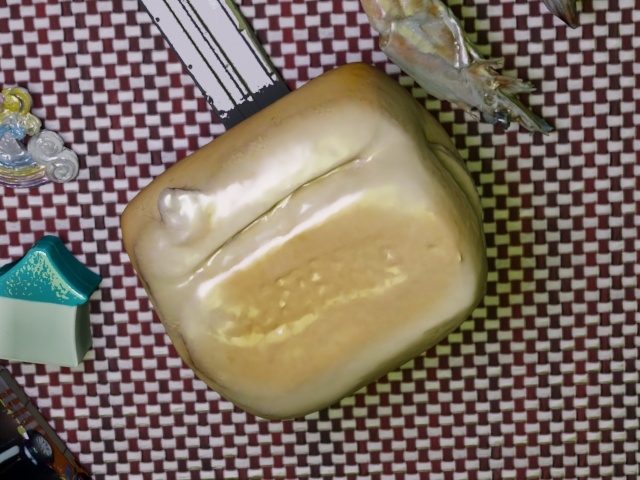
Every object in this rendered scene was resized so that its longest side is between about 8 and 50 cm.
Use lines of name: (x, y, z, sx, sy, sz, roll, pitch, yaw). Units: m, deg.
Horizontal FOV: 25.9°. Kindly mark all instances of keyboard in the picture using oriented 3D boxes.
keyboard: (-0.157, -0.273, 1.664, 0.103, 0.041, 0.381, -32, 106, 8)

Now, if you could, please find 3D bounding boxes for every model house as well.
model house: (-0.342, 0.069, 1.711, 0.127, 0.100, 0.148, 7, 105, 0)

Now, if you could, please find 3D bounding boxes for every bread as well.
bread: (0.000, 0.000, 1.605, 0.376, 0.253, 0.348, -33, 105, 10)

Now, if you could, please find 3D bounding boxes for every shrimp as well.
shrimp: (0.187, -0.269, 1.609, 0.247, 0.085, 0.360, -32, 110, 10)

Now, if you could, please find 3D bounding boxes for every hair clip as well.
hair clip: (-0.381, -0.126, 1.700, 0.116, 0.049, 0.172, -24, 109, 21)

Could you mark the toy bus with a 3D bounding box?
toy bus: (-0.327, 0.344, 1.777, 0.093, 0.092, 0.408, -33, 100, 11)
